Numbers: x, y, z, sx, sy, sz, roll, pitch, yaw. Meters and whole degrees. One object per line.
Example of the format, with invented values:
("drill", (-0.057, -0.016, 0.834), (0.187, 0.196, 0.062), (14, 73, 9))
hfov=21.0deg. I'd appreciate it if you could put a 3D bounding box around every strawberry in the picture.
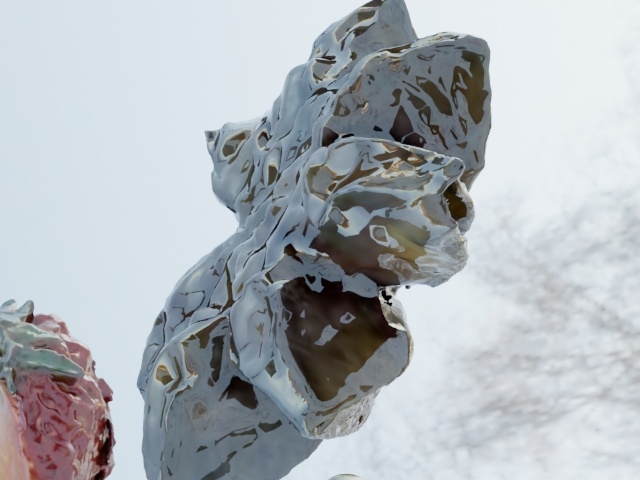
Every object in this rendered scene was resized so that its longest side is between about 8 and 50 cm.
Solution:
("strawberry", (-0.205, 0.160, 1.226), (0.111, 0.190, 0.236), (-6, -58, -36))

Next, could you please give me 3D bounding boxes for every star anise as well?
("star anise", (-0.010, 0.002, 0.919), (0.108, 0.315, 0.315), (27, -121, -25))

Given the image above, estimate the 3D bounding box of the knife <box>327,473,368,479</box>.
("knife", (0.074, 0.122, 0.416), (0.046, 0.256, 0.022), (26, -86, -45))
